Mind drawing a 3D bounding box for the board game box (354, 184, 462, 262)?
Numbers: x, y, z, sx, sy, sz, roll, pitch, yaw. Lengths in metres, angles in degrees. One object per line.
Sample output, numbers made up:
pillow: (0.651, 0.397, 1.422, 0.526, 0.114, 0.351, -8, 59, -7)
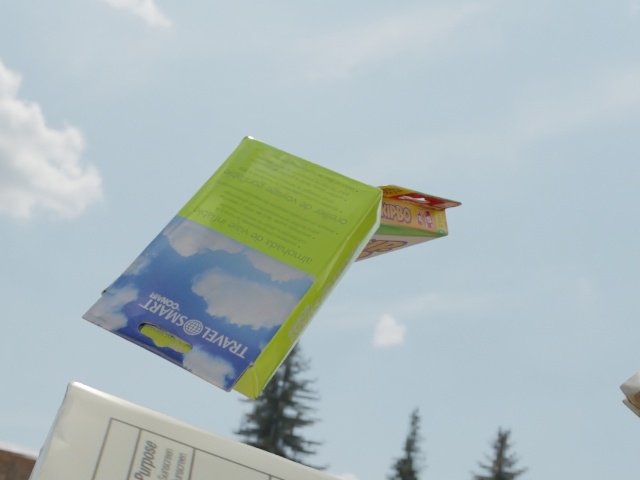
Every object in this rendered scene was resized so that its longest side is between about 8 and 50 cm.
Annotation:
board game box: (0.000, 0.000, 1.011, 0.259, 0.039, 0.124, -20, -19, 37)

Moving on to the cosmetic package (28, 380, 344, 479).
cosmetic package: (0.034, 0.179, 0.330, 0.309, 0.160, 0.113, 22, -65, -9)

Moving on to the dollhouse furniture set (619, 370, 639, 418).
dollhouse furniture set: (0.539, 0.174, 1.190, 0.174, 0.303, 0.355, 51, 0, -19)

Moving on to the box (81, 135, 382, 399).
box: (-0.049, 0.017, 0.654, 0.109, 0.178, 0.042, 23, -37, 20)
